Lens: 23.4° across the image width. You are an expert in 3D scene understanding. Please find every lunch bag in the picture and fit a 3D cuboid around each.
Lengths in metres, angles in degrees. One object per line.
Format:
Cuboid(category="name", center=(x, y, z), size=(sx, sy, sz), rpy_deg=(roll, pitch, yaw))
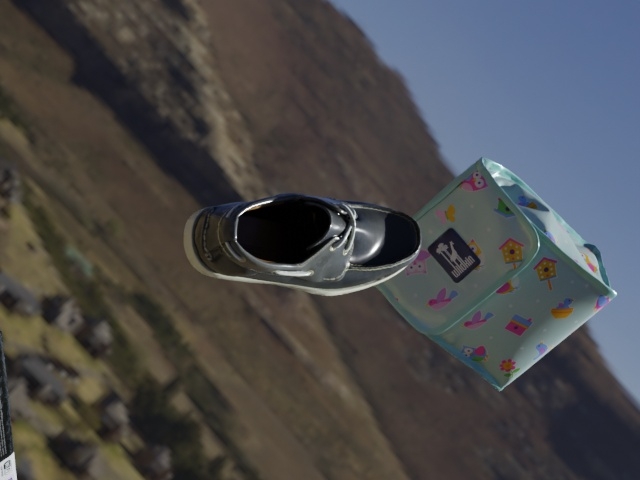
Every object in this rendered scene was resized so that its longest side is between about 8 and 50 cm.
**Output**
Cuboid(category="lunch bag", center=(0.217, 0.037, 2.021), size=(0.262, 0.223, 0.160), rpy_deg=(38, 23, -27))

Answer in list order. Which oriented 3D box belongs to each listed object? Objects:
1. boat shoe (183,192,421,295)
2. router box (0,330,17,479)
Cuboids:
Cuboid(category="boat shoe", center=(0.000, 0.000, 1.347), size=(0.079, 0.233, 0.084), rpy_deg=(-26, -112, 53))
Cuboid(category="router box", center=(-0.225, 0.070, 0.848), size=(0.133, 0.046, 0.179), rpy_deg=(39, -36, 26))
